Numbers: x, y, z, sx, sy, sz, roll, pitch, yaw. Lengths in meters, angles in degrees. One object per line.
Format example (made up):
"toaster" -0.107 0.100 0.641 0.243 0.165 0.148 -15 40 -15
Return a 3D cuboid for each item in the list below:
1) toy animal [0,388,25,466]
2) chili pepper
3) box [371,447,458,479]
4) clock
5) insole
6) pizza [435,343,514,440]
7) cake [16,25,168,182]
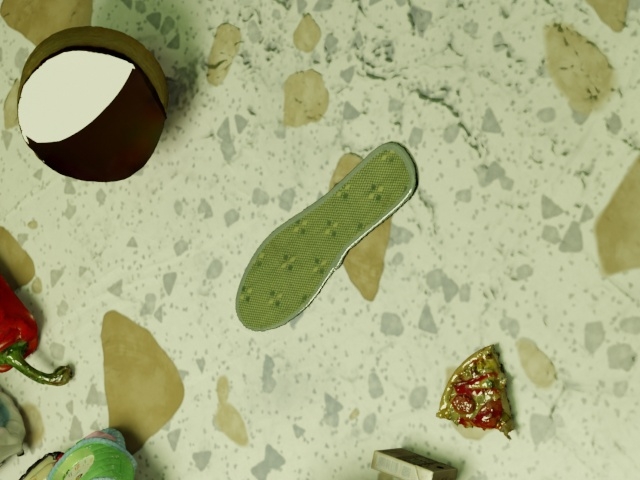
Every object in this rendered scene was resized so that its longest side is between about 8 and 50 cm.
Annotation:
"toy animal" -0.531 0.273 2.144 0.208 0.204 0.156 -38 69 21
"chili pepper" -0.489 0.081 2.176 0.387 0.110 0.110 46 114 27
"box" 0.105 0.256 1.748 0.083 0.053 0.024 13 95 36
"clock" -0.323 0.330 2.014 0.194 0.100 0.195 -41 22 4
"insole" 0.000 0.000 1.871 0.322 0.007 0.109 -43 65 29
"pizza" 0.173 0.161 1.716 0.100 0.029 0.099 12 94 37
"cake" -0.283 -0.186 2.013 0.208 0.178 0.185 6 115 5
